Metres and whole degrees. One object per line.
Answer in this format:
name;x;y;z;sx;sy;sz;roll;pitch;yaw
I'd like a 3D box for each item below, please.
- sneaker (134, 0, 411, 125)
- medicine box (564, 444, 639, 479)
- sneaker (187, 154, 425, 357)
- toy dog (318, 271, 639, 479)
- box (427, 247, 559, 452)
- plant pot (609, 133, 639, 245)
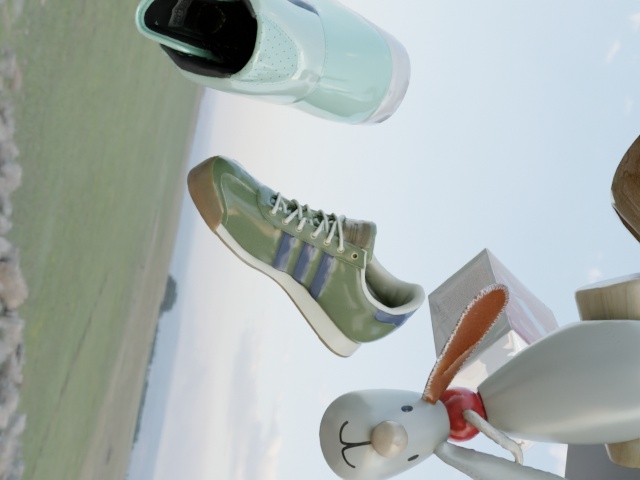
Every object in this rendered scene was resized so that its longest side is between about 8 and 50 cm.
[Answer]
sneaker;-0.072;-0.162;0.556;0.256;0.151;0.094;36;-70;38
medicine box;0.356;0.341;0.763;0.149;0.289;0.263;-27;-149;41
sneaker;0.000;0.000;0.590;0.086;0.192;0.064;-28;-152;27
toy dog;0.183;0.126;0.639;0.220;0.334;0.161;57;-18;2
box;0.344;0.198;1.583;0.168;0.215;0.345;-42;-165;19
plant pot;0.457;0.001;0.835;0.254;0.237;0.237;-104;-157;-44
